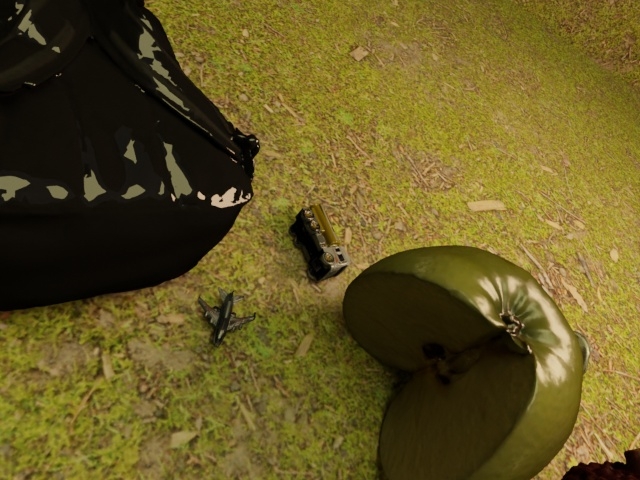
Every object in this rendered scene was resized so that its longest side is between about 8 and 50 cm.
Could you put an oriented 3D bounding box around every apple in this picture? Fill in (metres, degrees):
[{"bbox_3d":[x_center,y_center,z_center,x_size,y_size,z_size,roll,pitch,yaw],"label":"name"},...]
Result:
[{"bbox_3d":[0.178,0.147,0.559,0.234,0.258,0.295,-3,62,-32],"label":"apple"}]

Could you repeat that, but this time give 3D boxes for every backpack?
[{"bbox_3d":[-0.286,-0.162,0.520,0.363,0.255,0.445,-10,62,-40],"label":"backpack"}]

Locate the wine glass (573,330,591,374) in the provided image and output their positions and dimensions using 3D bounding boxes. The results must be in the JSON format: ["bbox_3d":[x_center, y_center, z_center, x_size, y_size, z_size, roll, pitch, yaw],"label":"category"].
[{"bbox_3d":[0.348,0.163,0.748,0.183,0.122,0.122,28,50,-18],"label":"wine glass"}]

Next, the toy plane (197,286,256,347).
[{"bbox_3d":[-0.123,0.099,0.573,0.079,0.031,0.083,22,51,-15],"label":"toy plane"}]

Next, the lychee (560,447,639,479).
[{"bbox_3d":[0.399,0.397,0.536,0.236,0.236,0.271,11,66,-23],"label":"lychee"}]

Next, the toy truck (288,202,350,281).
[{"bbox_3d":[0.000,0.000,0.694,0.063,0.052,0.123,-6,61,-39],"label":"toy truck"}]
